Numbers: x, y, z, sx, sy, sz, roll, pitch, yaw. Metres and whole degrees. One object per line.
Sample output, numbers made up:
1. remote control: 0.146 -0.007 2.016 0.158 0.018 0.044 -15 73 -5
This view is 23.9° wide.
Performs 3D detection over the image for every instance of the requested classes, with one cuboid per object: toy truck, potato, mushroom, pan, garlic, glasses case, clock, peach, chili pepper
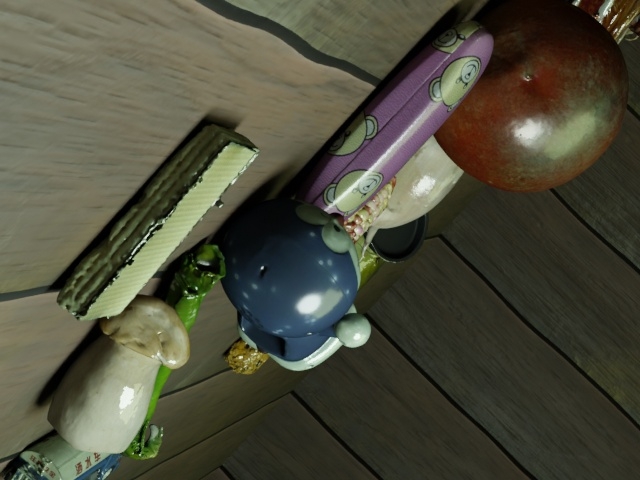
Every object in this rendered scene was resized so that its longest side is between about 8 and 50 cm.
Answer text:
1. toy truck: -0.295 0.255 1.765 0.088 0.074 0.202 -59 168 22
2. potato: 0.036 0.040 2.336 0.225 0.090 0.117 -48 169 -8
3. mushroom: -0.206 0.142 1.519 0.088 0.097 0.212 -18 153 -53
4. pan: 0.077 -0.027 2.258 0.028 0.136 0.235 2 -171 43
5. garlic: 0.119 -0.076 2.095 0.266 0.128 0.148 -47 145 8
6. glasses case: 0.081 -0.127 1.744 0.316 0.076 0.123 -47 173 10
7. clock: -0.030 0.051 1.676 0.146 0.199 0.243 -48 163 -17
8. peach: 0.260 -0.180 1.874 0.252 0.252 0.252 -45 173 -7
9. chili pepper: -0.180 0.137 1.682 0.359 0.076 0.085 116 -1 -45

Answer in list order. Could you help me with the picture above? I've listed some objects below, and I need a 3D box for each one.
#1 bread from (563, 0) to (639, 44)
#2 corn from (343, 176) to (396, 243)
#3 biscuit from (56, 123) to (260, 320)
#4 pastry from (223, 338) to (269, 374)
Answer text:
1. bread: 0.461 -0.365 2.325 0.212 0.142 0.224 -47 174 -17
2. corn: 0.000 0.000 1.924 0.280 0.092 0.092 -44 173 -23
3. biscuit: -0.136 -0.015 1.285 0.199 0.040 0.121 -48 170 7
4. pastry: -0.091 0.160 2.420 0.140 0.056 0.080 -42 161 -12
